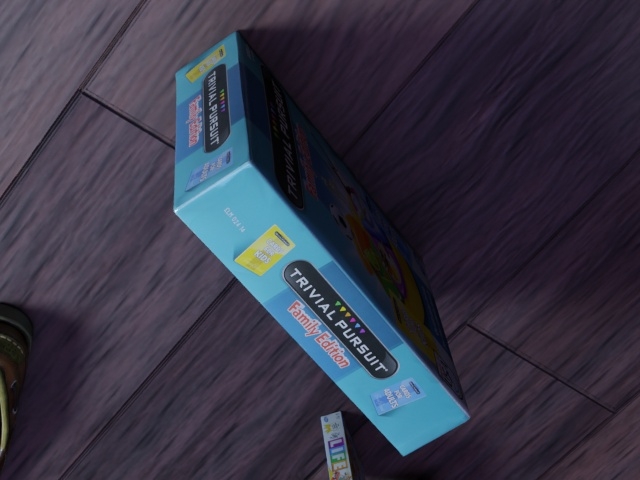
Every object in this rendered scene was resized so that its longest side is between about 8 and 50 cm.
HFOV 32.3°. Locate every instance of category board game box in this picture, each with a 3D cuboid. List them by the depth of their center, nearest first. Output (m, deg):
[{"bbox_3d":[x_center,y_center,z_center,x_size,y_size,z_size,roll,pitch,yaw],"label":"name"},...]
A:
[{"bbox_3d":[0.000,0.000,1.016,0.079,0.253,0.336,-32,121,14],"label":"board game box"},{"bbox_3d":[0.034,0.287,1.272,0.026,0.154,0.103,-17,124,4],"label":"board game box"}]

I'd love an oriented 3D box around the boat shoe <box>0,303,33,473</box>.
[{"bbox_3d":[-0.394,0.214,1.206,0.111,0.104,0.307,12,122,-14],"label":"boat shoe"}]
